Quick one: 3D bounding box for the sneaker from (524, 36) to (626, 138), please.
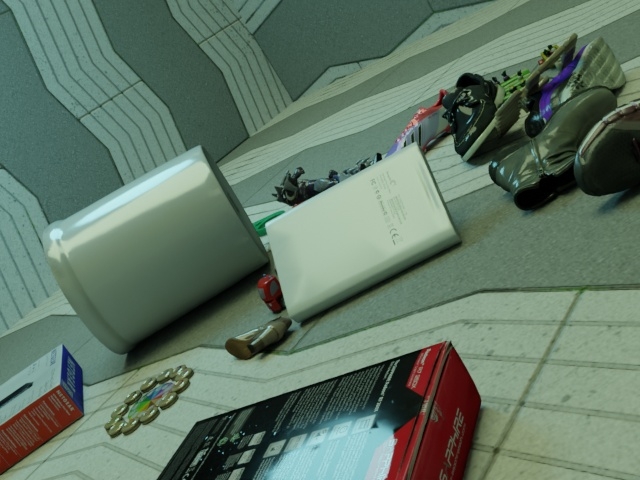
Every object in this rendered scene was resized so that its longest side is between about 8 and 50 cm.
[{"bbox_3d":[0.453,-0.272,1.498,0.146,0.102,0.293,-25,14,45],"label":"sneaker"}]

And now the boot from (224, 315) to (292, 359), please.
[{"bbox_3d":[-0.102,0.161,1.379,0.087,0.042,0.118,-35,15,-34],"label":"boot"}]

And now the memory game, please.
[{"bbox_3d":[-0.306,0.282,1.447,0.186,0.012,0.186,-30,15,9],"label":"memory game"}]

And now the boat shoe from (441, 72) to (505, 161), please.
[{"bbox_3d":[0.307,-0.275,1.697,0.127,0.113,0.340,-50,6,37],"label":"boat shoe"}]

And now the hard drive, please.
[{"bbox_3d":[0.062,-0.014,1.374,0.307,0.040,0.203,-28,55,16],"label":"hard drive"}]

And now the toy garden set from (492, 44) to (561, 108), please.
[{"bbox_3d":[0.480,-0.377,1.862,0.203,0.049,0.244,-28,16,15],"label":"toy garden set"}]

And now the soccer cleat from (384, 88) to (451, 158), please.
[{"bbox_3d":[0.228,-0.256,1.899,0.248,0.095,0.083,-38,16,-19],"label":"soccer cleat"}]

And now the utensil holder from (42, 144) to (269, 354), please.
[{"bbox_3d":[-0.350,0.014,1.789,0.385,0.328,0.327,-30,15,1],"label":"utensil holder"}]

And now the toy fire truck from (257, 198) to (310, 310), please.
[{"bbox_3d":[-0.051,0.025,1.506,0.192,0.135,0.047,-38,16,-19],"label":"toy fire truck"}]

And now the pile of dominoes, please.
[{"bbox_3d":[0.391,-0.292,1.534,0.196,0.040,0.251,-44,-13,7],"label":"pile of dominoes"}]

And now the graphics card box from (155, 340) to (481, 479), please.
[{"bbox_3d":[-0.027,0.249,0.844,0.370,0.094,0.233,-23,18,29],"label":"graphics card box"}]

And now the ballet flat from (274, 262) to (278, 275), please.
[{"bbox_3d":[0.000,0.000,1.624,0.079,0.077,0.221,21,59,41],"label":"ballet flat"}]

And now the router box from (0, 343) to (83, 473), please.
[{"bbox_3d":[-0.649,0.373,1.712,0.301,0.082,0.335,-36,15,-10],"label":"router box"}]

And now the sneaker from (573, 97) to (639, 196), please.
[{"bbox_3d":[0.475,-0.141,1.046,0.281,0.106,0.162,-33,18,-3],"label":"sneaker"}]

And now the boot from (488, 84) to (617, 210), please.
[{"bbox_3d":[0.392,-0.139,1.280,0.246,0.083,0.161,-37,22,5],"label":"boot"}]

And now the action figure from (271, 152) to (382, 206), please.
[{"bbox_3d":[0.009,-0.131,1.905,0.285,0.099,0.185,-9,3,37],"label":"action figure"}]

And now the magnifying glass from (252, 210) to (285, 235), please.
[{"bbox_3d":[-0.165,-0.036,2.142,0.092,0.026,0.231,-43,20,-32],"label":"magnifying glass"}]
